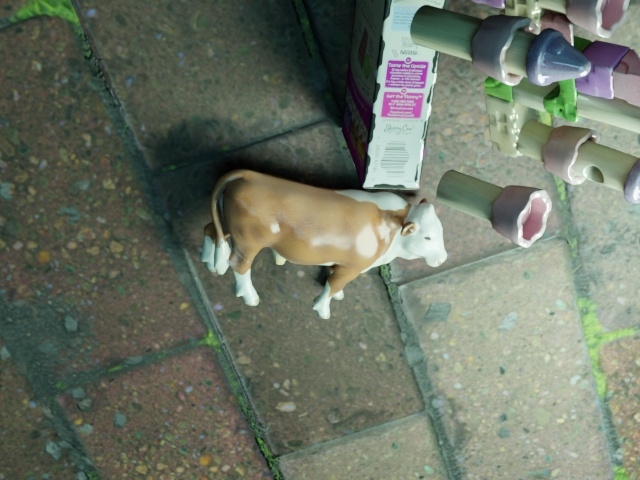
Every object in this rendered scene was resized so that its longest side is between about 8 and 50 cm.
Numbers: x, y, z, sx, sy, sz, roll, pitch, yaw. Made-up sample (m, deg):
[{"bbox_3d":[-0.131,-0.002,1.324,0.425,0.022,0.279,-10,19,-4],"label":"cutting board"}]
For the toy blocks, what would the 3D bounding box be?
[{"bbox_3d":[0.295,-0.174,1.146,0.309,0.260,0.289,-44,139,-28],"label":"toy blocks"}]

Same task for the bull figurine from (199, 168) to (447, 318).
[{"bbox_3d":[0.000,0.000,1.368,0.310,0.101,0.188,16,119,-17],"label":"bull figurine"}]

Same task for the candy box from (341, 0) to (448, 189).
[{"bbox_3d":[0.080,-0.196,1.230,0.071,0.159,0.233,0,121,-9],"label":"candy box"}]
